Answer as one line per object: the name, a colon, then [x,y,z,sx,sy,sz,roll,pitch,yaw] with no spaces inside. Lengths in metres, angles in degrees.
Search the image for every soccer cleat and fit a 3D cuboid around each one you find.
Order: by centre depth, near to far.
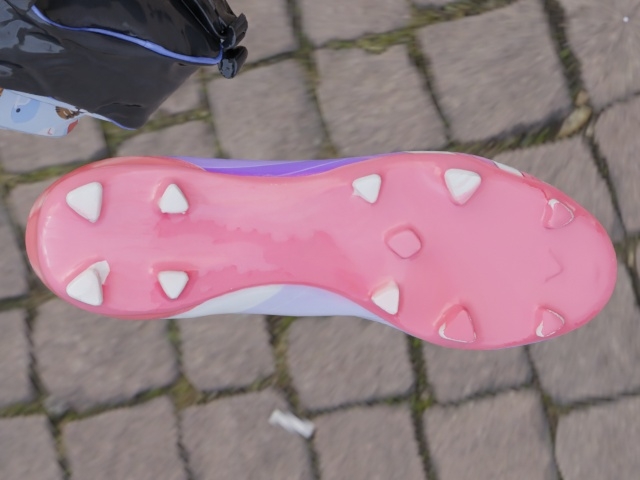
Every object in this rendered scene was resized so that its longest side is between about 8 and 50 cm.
soccer cleat: [0.000,0.000,0.817,0.248,0.095,0.083,1,97,-9]

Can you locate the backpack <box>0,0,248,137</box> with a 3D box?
backpack: [-0.226,-0.220,1.481,0.213,0.276,0.263,-30,66,24]
